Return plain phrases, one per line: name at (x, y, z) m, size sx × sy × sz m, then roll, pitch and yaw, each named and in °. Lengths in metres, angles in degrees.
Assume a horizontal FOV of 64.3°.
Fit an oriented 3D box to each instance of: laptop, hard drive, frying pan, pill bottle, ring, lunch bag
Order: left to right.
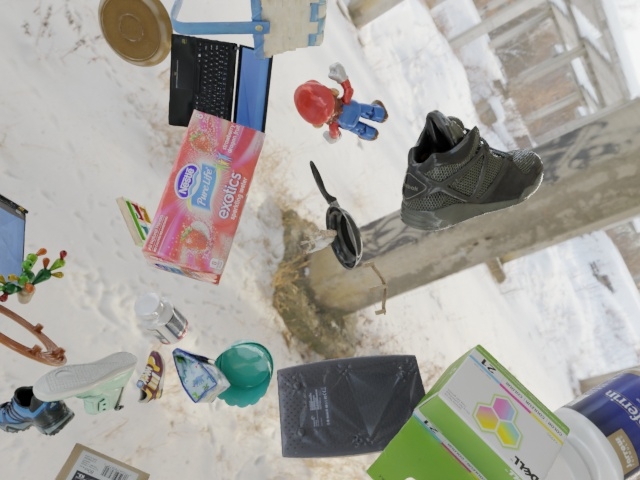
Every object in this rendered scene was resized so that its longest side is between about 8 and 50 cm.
laptop at (-1.116, -0.077, 1.582) m, size 0.236 × 0.382 × 0.408 m, roll -60°, pitch 147°, yaw -15°
ring at (-0.799, 0.218, 1.323) m, size 0.032 × 0.337 × 0.336 m, roll -53°, pitch 126°, yaw -15°
pill bottle at (-0.486, 0.235, 1.553) m, size 0.180 × 0.108 × 0.107 m, roll 72°, pitch 11°, yaw -52°
lunch bag at (-0.327, 0.354, 1.369) m, size 0.151 × 0.096 × 0.128 m, roll 45°, pitch -9°, yaw 18°
laptop at (-0.259, -0.376, 1.278) m, size 0.136 × 0.265 × 0.234 m, roll -95°, pitch -166°, yaw -67°
frying pan at (0.042, -0.062, 1.507) m, size 0.197 × 0.053 × 0.326 m, roll 104°, pitch -36°, yaw -57°
hard drive at (0.056, 0.290, 0.887) m, size 0.054 × 0.255 × 0.171 m, roll 89°, pitch -6°, yaw -50°
pill bottle at (0.513, 0.352, 0.917) m, size 0.153 × 0.265 × 0.153 m, roll 57°, pitch -19°, yaw 33°

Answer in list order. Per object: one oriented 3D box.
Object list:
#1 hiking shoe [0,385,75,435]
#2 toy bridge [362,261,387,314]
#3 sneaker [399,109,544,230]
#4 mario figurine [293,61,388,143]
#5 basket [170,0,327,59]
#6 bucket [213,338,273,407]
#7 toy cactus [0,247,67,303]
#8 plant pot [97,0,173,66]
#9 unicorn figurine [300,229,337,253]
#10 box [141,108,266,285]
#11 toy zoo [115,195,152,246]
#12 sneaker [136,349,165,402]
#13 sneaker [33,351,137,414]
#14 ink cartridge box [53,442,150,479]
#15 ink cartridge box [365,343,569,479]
hiking shoe at (-0.817, 0.458, 1.427) m, size 0.113 × 0.304 × 0.131 m, roll -49°, pitch 125°, yaw -56°
toy bridge at (0.197, 0.163, 1.741) m, size 0.063 × 0.026 × 0.188 m, roll -13°, pitch 86°, yaw -25°
sneaker at (0.198, -0.103, 0.636) m, size 0.087 × 0.228 × 0.130 m, roll 40°, pitch -39°, yaw 52°
mario figurine at (0.047, -0.406, 1.529) m, size 0.321 × 0.170 × 0.197 m, roll 8°, pitch 84°, yaw -42°
basket at (-0.132, -0.477, 0.992) m, size 0.201 × 0.289 × 0.254 m, roll 102°, pitch -10°, yaw -55°
bucket at (-0.345, 0.583, 2.288) m, size 0.281 × 0.281 × 0.183 m, roll 62°, pitch 3°, yaw -7°
toy cactus at (-0.828, 0.121, 1.455) m, size 0.112 × 0.180 × 0.219 m, roll 37°, pitch 38°, yaw 3°
plant pot at (-0.543, -0.618, 1.476) m, size 0.236 × 0.237 × 0.032 m, roll 55°, pitch 30°, yaw -22°
unicorn figurine at (0.000, 0.000, 1.473) m, size 0.111 × 0.162 × 0.060 m, roll -12°, pitch 91°, yaw -27°
box at (-0.226, -0.080, 1.005) m, size 0.154 × 0.142 × 0.299 m, roll 18°, pitch 72°, yaw -8°
toy zoo at (-0.697, -0.058, 1.994) m, size 0.293 × 0.030 × 0.192 m, roll 98°, pitch -32°, yaw -85°
sneaker at (-0.587, 0.472, 1.752) m, size 0.084 × 0.070 × 0.185 m, roll -8°, pitch 104°, yaw -50°
sneaker at (-0.554, 0.367, 1.202) m, size 0.094 × 0.150 × 0.256 m, roll 26°, pitch 15°, yaw 26°
ink cartridge box at (-0.638, 0.715, 1.444) m, size 0.235 × 0.088 × 0.193 m, roll 28°, pitch 55°, yaw -9°
ink cartridge box at (0.223, 0.311, 0.754) m, size 0.189 × 0.097 × 0.255 m, roll 44°, pitch 50°, yaw 14°
